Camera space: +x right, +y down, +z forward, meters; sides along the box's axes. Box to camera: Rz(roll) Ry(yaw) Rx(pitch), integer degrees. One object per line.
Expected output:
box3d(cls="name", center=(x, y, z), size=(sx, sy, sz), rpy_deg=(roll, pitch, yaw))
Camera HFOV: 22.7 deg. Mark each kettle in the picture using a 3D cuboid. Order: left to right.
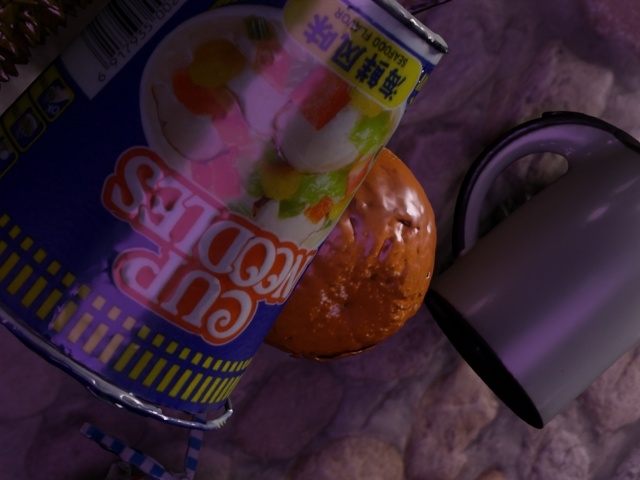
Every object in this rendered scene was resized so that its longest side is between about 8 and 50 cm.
box3d(cls="kettle", center=(0.210, 0.008, 1.401), size=(0.236, 0.161, 0.221), rpy_deg=(-39, 88, -5))

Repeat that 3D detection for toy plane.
box3d(cls="toy plane", center=(-0.087, 0.232, 1.404), size=(0.273, 0.107, 0.182), rpy_deg=(-7, 68, -39))

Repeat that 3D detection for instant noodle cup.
box3d(cls="instant noodle cup", center=(-0.082, -0.073, 1.107), size=(0.284, 0.284, 0.312), rpy_deg=(34, 100, -28))

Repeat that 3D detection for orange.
box3d(cls="orange", center=(0.000, 0.000, 1.300), size=(0.193, 0.161, 0.193), rpy_deg=(-13, 126, -19))

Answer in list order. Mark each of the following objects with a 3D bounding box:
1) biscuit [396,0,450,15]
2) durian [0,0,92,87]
box3d(cls="biscuit", center=(0.059, -0.222, 1.271), size=(0.252, 0.106, 0.070), rpy_deg=(-23, 112, -14))
box3d(cls="durian", center=(-0.251, -0.195, 1.101), size=(0.237, 0.200, 0.176), rpy_deg=(-42, 95, -13))
